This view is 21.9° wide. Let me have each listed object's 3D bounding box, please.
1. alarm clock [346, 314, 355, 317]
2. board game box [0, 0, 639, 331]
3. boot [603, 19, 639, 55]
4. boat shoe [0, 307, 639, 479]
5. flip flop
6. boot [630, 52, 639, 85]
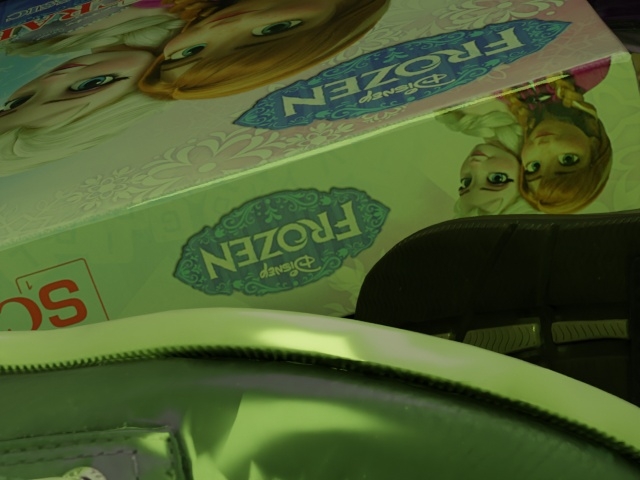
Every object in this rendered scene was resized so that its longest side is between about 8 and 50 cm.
[{"bbox_3d":[0.000,0.000,0.710,0.129,0.064,0.192,-7,11,-12],"label":"alarm clock"},{"bbox_3d":[-0.057,-0.050,0.670,0.319,0.066,0.318,-17,24,2],"label":"board game box"},{"bbox_3d":[0.145,-0.089,1.024,0.247,0.083,0.161,-9,20,-12],"label":"boot"},{"bbox_3d":[-0.066,0.079,0.398,0.320,0.116,0.099,4,57,7],"label":"boat shoe"},{"bbox_3d":[0.125,0.042,0.444,0.080,0.112,0.277,3,-1,-44],"label":"flip flop"},{"bbox_3d":[0.209,-0.005,0.575,0.236,0.089,0.269,-38,33,-2],"label":"boot"}]
